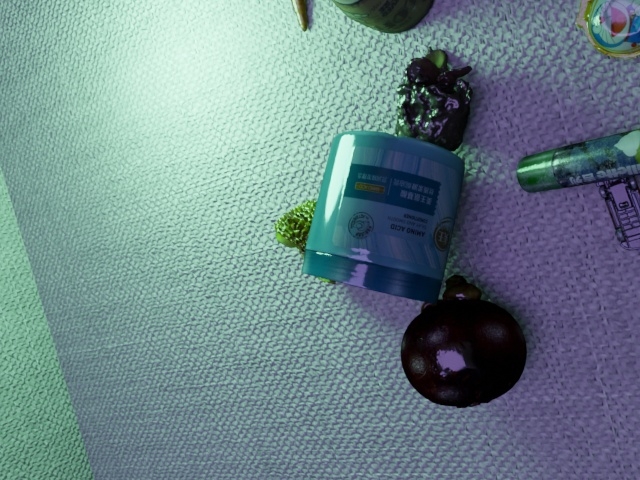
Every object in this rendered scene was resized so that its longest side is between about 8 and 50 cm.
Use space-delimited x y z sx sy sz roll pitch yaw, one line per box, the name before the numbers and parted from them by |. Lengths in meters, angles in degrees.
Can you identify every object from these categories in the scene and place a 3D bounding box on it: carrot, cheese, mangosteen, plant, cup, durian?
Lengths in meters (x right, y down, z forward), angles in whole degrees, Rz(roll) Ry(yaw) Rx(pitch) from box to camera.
carrot | -0.071 -0.729 1.720 0.069 0.069 0.336 1 108 31
cheese | 0.666 -0.458 1.320 0.270 0.069 0.177 18 109 27
mangosteen | 0.341 0.252 1.549 0.296 0.297 0.294 6 102 30
plant | 0.269 -0.326 1.526 0.178 0.204 0.234 16 112 16
cup | 0.089 -0.619 1.528 0.300 0.257 0.228 6 102 32
durian | -0.002 -0.003 1.754 0.176 0.200 0.237 -40 91 6

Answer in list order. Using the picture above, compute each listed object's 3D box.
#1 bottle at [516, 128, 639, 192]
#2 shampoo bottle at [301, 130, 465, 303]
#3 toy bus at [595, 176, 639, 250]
bottle | 0.577 -0.167 1.369 0.330 0.093 0.093 -9 96 53
shampoo bottle | 0.150 -0.052 1.527 0.331 0.331 0.343 11 86 29
toy bus | 0.667 -0.069 1.402 0.079 0.077 0.174 -21 89 34
